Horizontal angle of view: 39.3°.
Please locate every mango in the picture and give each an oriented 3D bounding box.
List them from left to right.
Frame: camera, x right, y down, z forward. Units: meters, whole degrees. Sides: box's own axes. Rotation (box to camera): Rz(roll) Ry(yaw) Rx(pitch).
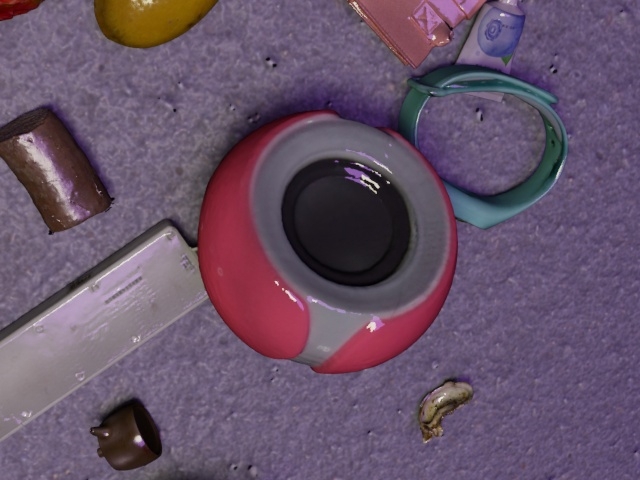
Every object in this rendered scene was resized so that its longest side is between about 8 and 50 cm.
[{"bbox_3d":[-0.168,-0.294,0.953,0.137,0.098,0.195,38,98,-26],"label":"mango"}]

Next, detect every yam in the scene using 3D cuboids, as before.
[{"bbox_3d":[-0.294,-0.076,0.985,0.084,0.084,0.127,-31,115,-7],"label":"yam"}]

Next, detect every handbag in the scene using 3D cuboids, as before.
[{"bbox_3d":[0.135,-0.327,1.055,0.212,0.059,0.157,-47,112,1],"label":"handbag"}]

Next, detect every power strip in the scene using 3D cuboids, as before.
[{"bbox_3d":[-0.293,0.114,1.058,0.367,0.043,0.106,-35,112,-6],"label":"power strip"}]

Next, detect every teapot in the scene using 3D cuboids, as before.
[{"bbox_3d":[-0.239,0.250,1.102,0.068,0.076,0.121,-27,142,2],"label":"teapot"}]

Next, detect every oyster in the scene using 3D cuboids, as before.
[{"bbox_3d":[0.176,0.237,1.226,0.083,0.081,0.038,-17,139,22],"label":"oyster"}]

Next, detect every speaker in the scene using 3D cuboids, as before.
[{"bbox_3d":[0.000,0.000,0.995,0.294,0.294,0.294,-5,107,-16],"label":"speaker"}]

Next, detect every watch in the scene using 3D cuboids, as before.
[{"bbox_3d":[0.196,-0.120,1.117,0.237,0.068,0.195,24,104,-23],"label":"watch"}]

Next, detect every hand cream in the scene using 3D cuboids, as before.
[{"bbox_3d":[0.214,-0.245,1.112,0.084,0.053,0.142,9,113,-20],"label":"hand cream"}]

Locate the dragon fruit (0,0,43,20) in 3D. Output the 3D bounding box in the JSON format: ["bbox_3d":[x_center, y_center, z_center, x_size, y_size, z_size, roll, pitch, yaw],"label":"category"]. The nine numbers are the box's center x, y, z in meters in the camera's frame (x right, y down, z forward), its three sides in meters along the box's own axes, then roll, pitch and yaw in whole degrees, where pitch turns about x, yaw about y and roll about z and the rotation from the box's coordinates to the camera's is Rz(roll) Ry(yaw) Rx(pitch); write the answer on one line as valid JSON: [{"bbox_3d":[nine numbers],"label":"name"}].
[{"bbox_3d":[-0.352,-0.295,0.879,0.261,0.163,0.189,16,128,-21],"label":"dragon fruit"}]
